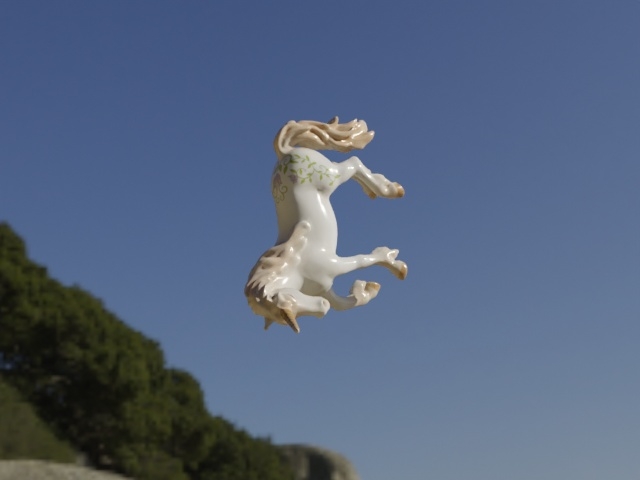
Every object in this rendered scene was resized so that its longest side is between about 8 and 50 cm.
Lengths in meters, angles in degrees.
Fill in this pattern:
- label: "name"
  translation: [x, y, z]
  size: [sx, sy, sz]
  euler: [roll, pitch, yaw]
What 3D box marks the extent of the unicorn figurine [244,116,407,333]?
- label: "unicorn figurine"
  translation: [0.000, 0.000, 0.705]
  size: [0.111, 0.162, 0.060]
  euler: [8, -35, -34]
